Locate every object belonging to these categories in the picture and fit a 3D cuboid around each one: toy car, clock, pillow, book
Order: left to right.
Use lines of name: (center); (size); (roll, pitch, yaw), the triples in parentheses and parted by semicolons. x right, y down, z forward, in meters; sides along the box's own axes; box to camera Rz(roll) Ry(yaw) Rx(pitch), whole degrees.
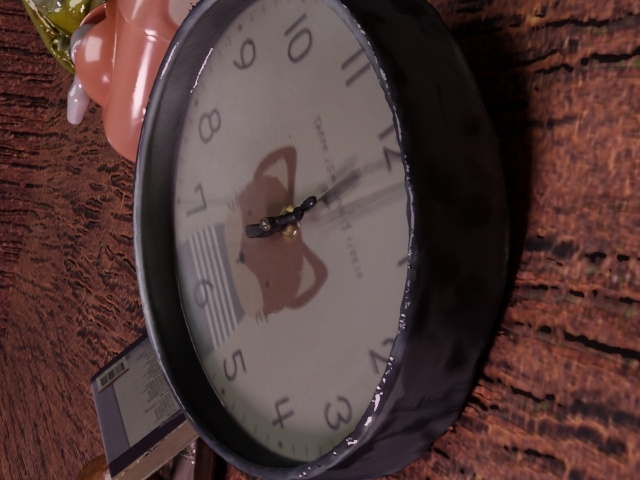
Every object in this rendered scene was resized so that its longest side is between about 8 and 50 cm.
book: (-0.125, 0.117, 1.187); (0.157, 0.026, 0.231); (-40, 21, 0)
pillow: (-0.120, 0.249, 1.218); (0.130, 0.038, 0.232); (161, 117, -80)
toy car: (-0.072, -0.165, 1.023); (0.180, 0.212, 0.270); (-105, 31, -52)
clock: (-0.017, -0.010, 0.849); (0.325, 0.067, 0.325); (5, 96, 54)

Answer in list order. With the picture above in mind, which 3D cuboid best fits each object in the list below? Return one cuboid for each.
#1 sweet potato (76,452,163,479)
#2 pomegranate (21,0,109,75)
sweet potato: (-0.190, 0.255, 1.304); (0.354, 0.095, 0.106); (123, 165, -78)
pomegranate: (-0.147, -0.289, 1.305); (0.341, 0.260, 0.260); (-32, 42, 23)
